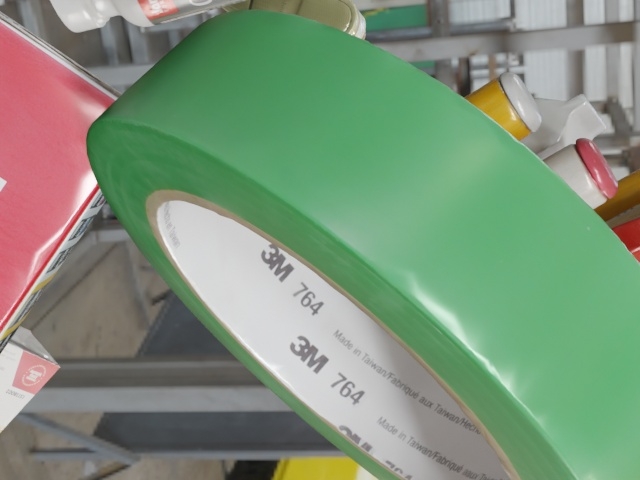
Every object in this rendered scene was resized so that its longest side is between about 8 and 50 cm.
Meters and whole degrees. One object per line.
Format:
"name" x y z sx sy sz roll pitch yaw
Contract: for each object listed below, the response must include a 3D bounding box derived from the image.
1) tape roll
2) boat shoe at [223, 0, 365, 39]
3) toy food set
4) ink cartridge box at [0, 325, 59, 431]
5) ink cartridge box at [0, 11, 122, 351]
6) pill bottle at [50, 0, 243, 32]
"tape roll" 0.025 0.036 0.469 0.077 0.321 0.321 -48 149 -18
"boat shoe" -0.064 -0.387 1.531 0.113 0.302 0.103 -60 163 4
"toy food set" 0.189 -0.041 0.594 0.232 0.104 0.111 33 34 -48
"ink cartridge box" -0.369 0.164 0.909 0.198 0.067 0.115 -48 148 -3
"ink cartridge box" -0.249 0.010 0.622 0.309 0.130 0.272 -56 -169 0
"pill bottle" -0.204 -0.425 1.325 0.210 0.363 0.210 -15 90 -85
